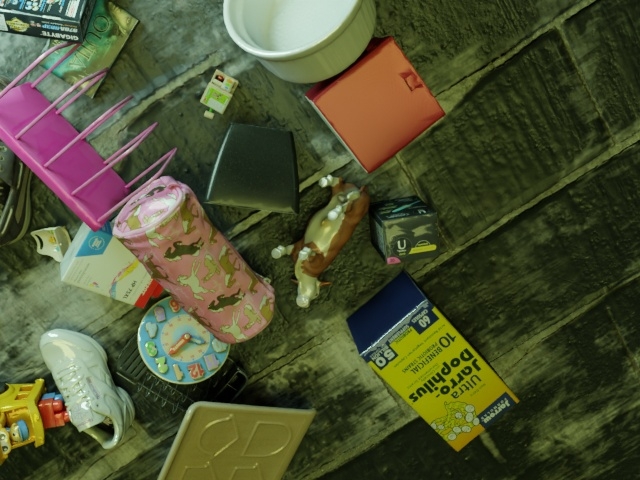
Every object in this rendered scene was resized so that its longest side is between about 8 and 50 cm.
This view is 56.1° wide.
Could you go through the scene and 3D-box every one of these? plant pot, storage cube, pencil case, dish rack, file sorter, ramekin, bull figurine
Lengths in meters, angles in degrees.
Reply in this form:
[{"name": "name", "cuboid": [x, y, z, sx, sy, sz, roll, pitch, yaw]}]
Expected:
[{"name": "plant pot", "cuboid": [-0.136, -0.148, 1.244, 0.188, 0.188, 0.166, 6, 94, -9]}, {"name": "storage cube", "cuboid": [0.105, -0.277, 1.226, 0.193, 0.183, 0.215, -37, 108, 6]}, {"name": "pencil case", "cuboid": [-0.248, 0.049, 1.237, 0.160, 0.167, 0.386, -7, 136, 32]}, {"name": "dish rack", "cuboid": [-0.331, 0.310, 1.407, 0.271, 0.074, 0.208, 38, 98, -16]}, {"name": "file sorter", "cuboid": [-0.440, -0.210, 1.144, 0.182, 0.202, 0.290, -34, 111, 15]}, {"name": "ramekin", "cuboid": [-0.029, -0.432, 1.125, 0.277, 0.135, 0.277, -7, 71, 20]}, {"name": "bull figurine", "cuboid": [0.000, 0.000, 1.318, 0.101, 0.188, 0.310, 31, 94, 21]}]

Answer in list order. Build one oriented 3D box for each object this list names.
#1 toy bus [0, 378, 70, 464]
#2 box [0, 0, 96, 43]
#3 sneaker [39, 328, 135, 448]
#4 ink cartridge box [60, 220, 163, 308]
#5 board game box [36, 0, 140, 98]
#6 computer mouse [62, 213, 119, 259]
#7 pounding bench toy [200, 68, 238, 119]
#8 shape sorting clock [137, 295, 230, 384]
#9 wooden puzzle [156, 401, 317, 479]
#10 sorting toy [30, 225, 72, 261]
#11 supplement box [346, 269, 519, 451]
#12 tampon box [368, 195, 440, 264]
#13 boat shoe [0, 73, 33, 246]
[{"name": "toy bus", "cuboid": [-0.661, 0.401, 1.322, 0.212, 0.220, 0.149, -5, 103, -12]}, {"name": "box", "cuboid": [-0.500, -0.463, 1.088, 0.175, 0.220, 0.051, 6, 149, -9]}, {"name": "sneaker", "cuboid": [-0.524, 0.332, 1.348, 0.114, 0.152, 0.305, -30, 107, 4]}, {"name": "ink cartridge box", "cuboid": [-0.414, 0.054, 1.282, 0.231, 0.078, 0.134, 25, 103, -34]}, {"name": "board game box", "cuboid": [-0.464, -0.397, 1.199, 0.126, 0.026, 0.186, 32, 100, -15]}, {"name": "computer mouse", "cuboid": [-0.465, 0.007, 1.309, 0.193, 0.042, 0.106, -45, 129, 2]}, {"name": "pounding bench toy", "cuboid": [-0.214, -0.300, 1.246, 0.052, 0.065, 0.083, 27, 133, -15]}, {"name": "shape sorting clock", "cuboid": [-0.301, 0.217, 1.340, 0.206, 0.040, 0.206, 9, 66, -22]}, {"name": "wooden puzzle", "cuboid": [-0.215, 0.507, 1.437, 0.348, 0.080, 0.322, 12, 114, -34]}, {"name": "sorting toy", "cuboid": [-0.586, 0.003, 1.299, 0.075, 0.045, 0.083, -3, 119, 7]}, {"name": "supplement box", "cuboid": [0.257, 0.279, 1.409, 0.194, 0.195, 0.356, -42, 108, 6]}, {"name": "tampon box", "cuboid": [0.180, -0.025, 1.324, 0.121, 0.161, 0.101, -9, 108, -4]}, {"name": "boat shoe", "cuboid": [-0.644, -0.150, 1.196, 0.132, 0.130, 0.355, 1, 107, -8]}]
